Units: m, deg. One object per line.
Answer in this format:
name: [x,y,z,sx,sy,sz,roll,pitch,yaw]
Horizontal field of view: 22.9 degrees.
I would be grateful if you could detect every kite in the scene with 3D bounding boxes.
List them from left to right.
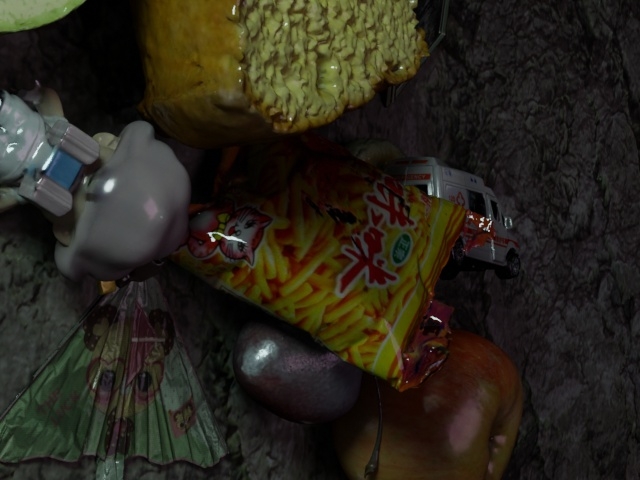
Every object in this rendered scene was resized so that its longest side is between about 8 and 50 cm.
kite: [-0.165,0.140,1.335,0.323,0.013,0.268,16,80,-55]

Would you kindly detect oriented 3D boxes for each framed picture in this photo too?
framed picture: [0.108,-0.243,1.630,0.142,0.011,0.183,-53,158,-38]

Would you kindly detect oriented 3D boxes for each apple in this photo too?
apple: [0.109,0.187,1.613,0.209,0.164,0.209,-37,135,-50]

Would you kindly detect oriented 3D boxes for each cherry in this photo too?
cherry: [-0.018,0.137,1.465,0.148,0.115,0.188,-18,113,-67]

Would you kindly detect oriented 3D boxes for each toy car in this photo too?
toy car: [0.134,-0.018,1.620,0.209,0.089,0.108,14,75,-57]

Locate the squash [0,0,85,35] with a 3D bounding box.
squash: [-0.246,-0.237,1.086,0.220,0.133,0.220,-12,106,-49]

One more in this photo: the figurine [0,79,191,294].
figurine: [-0.177,-0.041,1.221,0.229,0.112,0.137,36,69,-40]

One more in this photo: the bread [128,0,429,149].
bread: [-0.058,-0.182,1.308,0.340,0.179,0.194,-33,117,-56]

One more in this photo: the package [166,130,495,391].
package: [0.003,-0.004,1.418,0.288,0.108,0.223,32,53,-5]

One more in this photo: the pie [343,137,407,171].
pie: [0.047,-0.012,1.603,0.187,0.041,0.187,-10,102,-55]
